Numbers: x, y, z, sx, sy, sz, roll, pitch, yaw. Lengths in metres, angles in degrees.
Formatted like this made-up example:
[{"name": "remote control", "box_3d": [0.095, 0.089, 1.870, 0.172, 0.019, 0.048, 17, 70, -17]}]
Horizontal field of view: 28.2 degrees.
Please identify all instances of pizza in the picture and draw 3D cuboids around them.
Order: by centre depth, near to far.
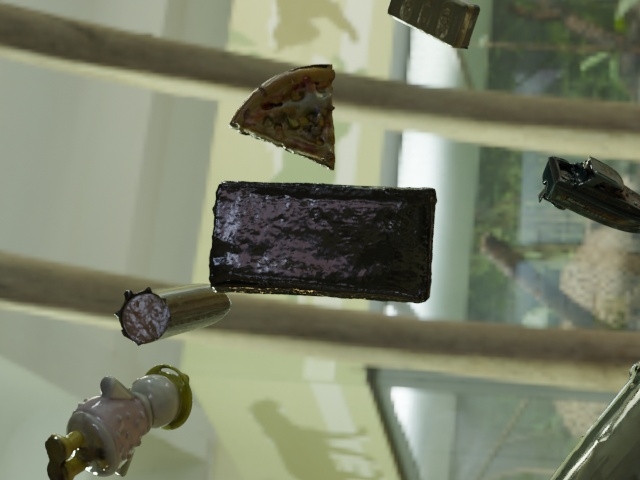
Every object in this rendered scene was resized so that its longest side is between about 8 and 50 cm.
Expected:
[{"name": "pizza", "box_3d": [-0.038, -0.175, 1.919, 0.036, 0.185, 0.176, 97, 150, -68]}]

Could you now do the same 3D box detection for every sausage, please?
[{"name": "sausage", "box_3d": [-0.205, 0.099, 1.887, 0.371, 0.082, 0.082, -1, -88, -79]}]

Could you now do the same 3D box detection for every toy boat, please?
[{"name": "toy boat", "box_3d": [0.294, -0.042, 1.306, 0.060, 0.141, 0.055, -59, 16, 31]}]

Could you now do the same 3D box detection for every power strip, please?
[{"name": "power strip", "box_3d": [0.136, -0.282, 1.565, 0.032, 0.123, 0.056, -7, -58, -46]}]

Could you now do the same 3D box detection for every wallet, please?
[{"name": "wallet", "box_3d": [0.000, 0.000, 1.591, 0.030, 0.285, 0.146, 23, -110, -81]}]

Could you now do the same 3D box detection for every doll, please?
[{"name": "doll", "box_3d": [-0.213, 0.196, 1.399, 0.207, 0.081, 0.129, -31, -51, -47]}]

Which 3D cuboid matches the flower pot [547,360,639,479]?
[{"name": "flower pot", "box_3d": [0.212, 0.290, 0.782, 0.330, 0.293, 0.293, -50, -20, -2]}]
